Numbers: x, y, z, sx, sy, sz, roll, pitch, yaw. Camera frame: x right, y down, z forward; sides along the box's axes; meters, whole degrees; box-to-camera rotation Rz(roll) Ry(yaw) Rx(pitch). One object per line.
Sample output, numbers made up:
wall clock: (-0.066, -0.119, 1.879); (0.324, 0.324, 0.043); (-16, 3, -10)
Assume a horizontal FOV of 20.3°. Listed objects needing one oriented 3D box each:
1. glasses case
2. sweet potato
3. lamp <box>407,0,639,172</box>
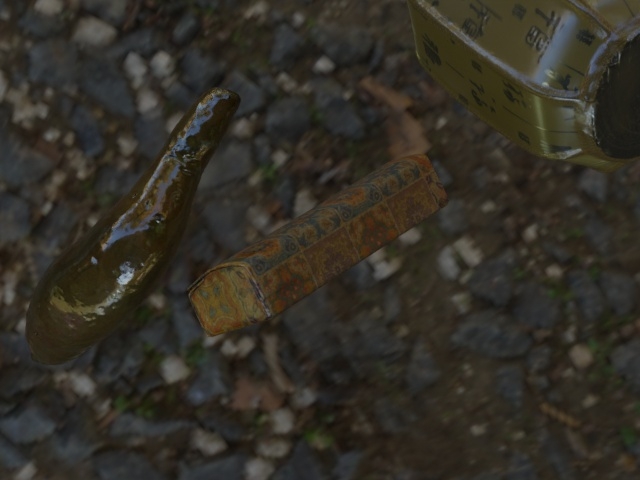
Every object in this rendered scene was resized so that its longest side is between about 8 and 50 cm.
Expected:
glasses case: (0.000, 0.000, 1.333); (0.218, 0.075, 0.049); (-32, 99, -43)
sweet potato: (-0.173, 0.013, 1.470); (0.079, 0.346, 0.108); (29, 33, -18)
lamp: (0.151, -0.139, 1.137); (0.161, 0.161, 0.185); (-26, 47, -26)
